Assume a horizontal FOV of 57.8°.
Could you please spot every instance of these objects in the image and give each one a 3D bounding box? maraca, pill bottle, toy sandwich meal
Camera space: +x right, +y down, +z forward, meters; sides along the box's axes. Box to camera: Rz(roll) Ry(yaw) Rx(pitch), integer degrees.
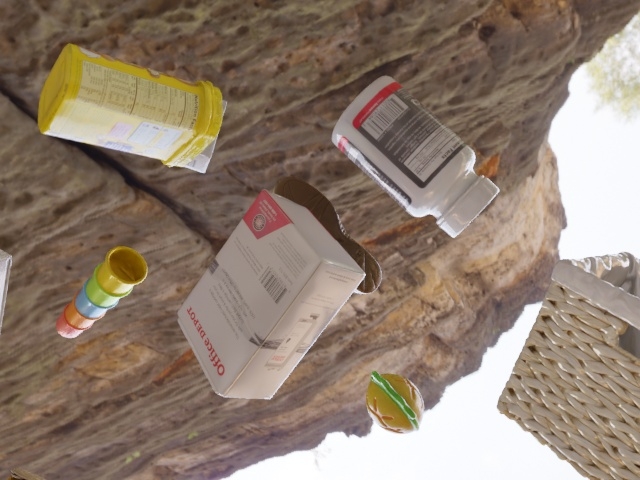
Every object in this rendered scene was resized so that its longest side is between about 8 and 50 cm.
[{"bbox_3d":[0.135,0.294,1.059,0.099,0.186,0.127,-43,-115,-12],"label":"maraca"},{"bbox_3d":[0.190,-0.159,1.150,0.318,0.176,0.176,44,-95,7],"label":"pill bottle"},{"bbox_3d":[-0.419,0.360,0.847,0.085,0.085,0.029,10,-121,28],"label":"toy sandwich meal"}]

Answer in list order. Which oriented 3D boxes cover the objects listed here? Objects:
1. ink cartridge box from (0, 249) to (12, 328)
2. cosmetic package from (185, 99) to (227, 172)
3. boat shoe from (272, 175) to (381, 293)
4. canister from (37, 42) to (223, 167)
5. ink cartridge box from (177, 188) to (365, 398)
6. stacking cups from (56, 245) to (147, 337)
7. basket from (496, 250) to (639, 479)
[{"bbox_3d":[-0.646,0.036,0.716,0.395,0.285,0.166,26,-69,14],"label":"ink cartridge box"},{"bbox_3d":[-0.351,-0.315,1.651,0.117,0.085,0.231,18,-124,-17],"label":"cosmetic package"},{"bbox_3d":[0.000,0.000,1.154,0.104,0.285,0.089,-43,-171,-27],"label":"boat shoe"},{"bbox_3d":[-0.216,-0.148,0.660,0.126,0.170,0.073,-26,-117,46],"label":"canister"},{"bbox_3d":[-0.092,0.092,0.969,0.283,0.117,0.207,-54,-131,15],"label":"ink cartridge box"},{"bbox_3d":[-0.515,0.132,1.314,0.316,0.096,0.096,-38,-129,32],"label":"stacking cups"},{"bbox_3d":[0.503,0.206,0.866,0.328,0.331,0.266,36,-65,38],"label":"basket"}]
